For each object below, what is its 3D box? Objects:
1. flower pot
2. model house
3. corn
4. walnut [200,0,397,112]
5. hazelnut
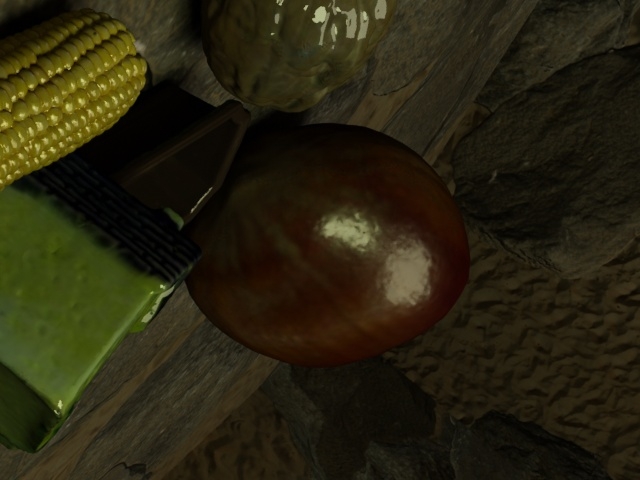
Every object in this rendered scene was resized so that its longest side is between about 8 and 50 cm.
[{"bbox_3d":[-0.185,-0.059,1.048,0.251,0.084,0.179,-39,166,-43],"label":"flower pot"},{"bbox_3d":[-0.224,0.022,0.866,0.211,0.194,0.170,-52,-179,-30],"label":"model house"},{"bbox_3d":[-0.225,-0.084,0.758,0.244,0.093,0.093,-39,165,-39],"label":"corn"},{"bbox_3d":[-0.025,-0.205,0.998,0.178,0.178,0.230,-44,173,-31],"label":"walnut"},{"bbox_3d":[0.004,0.002,1.443,0.366,0.366,0.366,-48,170,-12],"label":"hazelnut"}]
